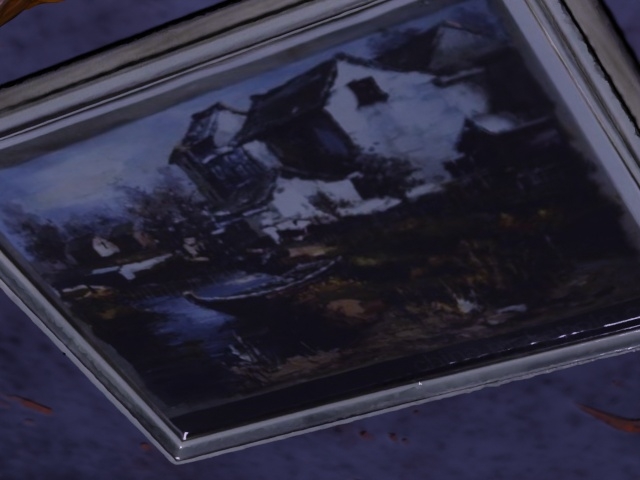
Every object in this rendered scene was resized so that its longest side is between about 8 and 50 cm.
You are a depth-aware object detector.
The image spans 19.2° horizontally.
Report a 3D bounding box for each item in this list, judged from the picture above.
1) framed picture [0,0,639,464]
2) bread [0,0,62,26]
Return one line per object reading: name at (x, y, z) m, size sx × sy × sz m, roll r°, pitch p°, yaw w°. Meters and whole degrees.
framed picture at (0.000, 0.000, 0.745) m, size 0.296 × 0.019 × 0.232 m, roll -18°, pitch 131°, yaw 27°
bread at (-0.074, -0.187, 0.327) m, size 0.204 × 0.358 × 0.337 m, roll 36°, pitch 105°, yaw -1°
